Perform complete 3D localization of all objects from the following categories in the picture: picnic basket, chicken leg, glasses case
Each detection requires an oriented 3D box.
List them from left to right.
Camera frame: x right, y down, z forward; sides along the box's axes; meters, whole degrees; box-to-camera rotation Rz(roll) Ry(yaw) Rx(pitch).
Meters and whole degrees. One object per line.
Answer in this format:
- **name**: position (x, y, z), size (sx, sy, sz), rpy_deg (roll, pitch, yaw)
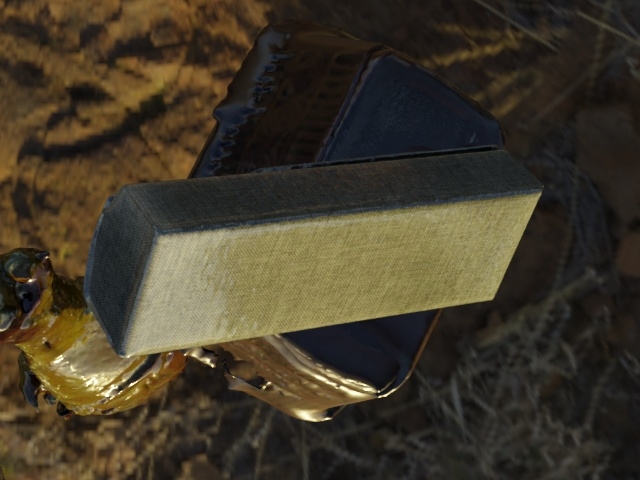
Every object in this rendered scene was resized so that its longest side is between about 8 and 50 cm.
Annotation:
- **chicken leg**: position (-0.201, 0.068, 1.549), size (0.140, 0.361, 0.211), rpy_deg (42, 79, 16)
- **glasses case**: position (0.000, 0.000, 0.744), size (0.205, 0.047, 0.071), rpy_deg (-7, 133, -34)
- **picnic basket**: position (0.017, -0.020, 1.269), size (0.222, 0.129, 0.297), rpy_deg (31, 74, -27)

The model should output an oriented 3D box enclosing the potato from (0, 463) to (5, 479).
- **potato**: position (-0.251, 0.093, 0.841), size (0.235, 0.128, 0.161), rpy_deg (22, 75, -2)
